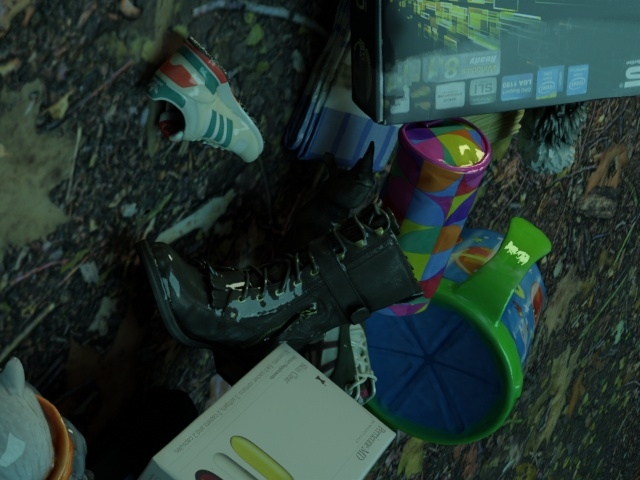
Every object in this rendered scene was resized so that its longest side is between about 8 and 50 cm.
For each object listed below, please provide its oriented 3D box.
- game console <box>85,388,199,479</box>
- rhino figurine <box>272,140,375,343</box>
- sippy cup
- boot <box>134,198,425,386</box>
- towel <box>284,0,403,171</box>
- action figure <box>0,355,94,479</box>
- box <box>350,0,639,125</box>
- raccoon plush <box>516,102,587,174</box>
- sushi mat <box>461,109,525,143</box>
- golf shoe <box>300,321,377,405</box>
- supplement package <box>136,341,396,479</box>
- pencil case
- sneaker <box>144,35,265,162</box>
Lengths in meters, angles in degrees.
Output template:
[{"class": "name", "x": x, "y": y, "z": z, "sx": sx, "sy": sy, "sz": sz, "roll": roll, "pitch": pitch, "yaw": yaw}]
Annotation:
[{"class": "game console", "x": -0.216, "y": 0.386, "z": 1.205, "sx": 0.386, "sy": 0.060, "sz": 0.342, "roll": -43, "pitch": 136, "yaw": -43}, {"class": "rhino figurine", "x": 0.000, "y": 0.000, "z": 1.274, "sx": 0.073, "sy": 0.106, "sz": 0.243, "roll": 19, "pitch": 112, "yaw": -17}, {"class": "sippy cup", "x": 0.174, "y": 0.102, "z": 1.536, "sx": 0.224, "sy": 0.305, "sz": 0.240, "roll": -44, "pitch": 117, "yaw": -49}, {"class": "boot", "x": -0.032, "y": 0.028, "z": 1.161, "sx": 0.229, "sy": 0.091, "sz": 0.263, "roll": -32, "pitch": 141, "yaw": 6}, {"class": "towel", "x": 0.066, "y": -0.214, "z": 1.306, "sx": 0.209, "sy": 0.034, "sz": 0.285, "roll": 3, "pitch": 111, "yaw": -60}, {"class": "action figure", "x": -0.242, "y": 0.138, "z": 0.846, "sx": 0.178, "sy": 0.341, "sz": 0.330, "roll": -18, "pitch": 165, "yaw": -21}, {"class": "box", "x": 0.223, "y": -0.295, "z": 1.193, "sx": 0.394, "sy": 0.097, "sz": 0.318, "roll": -7, "pitch": 116, "yaw": -15}, {"class": "raccoon plush", "x": 0.287, "y": -0.268, "z": 1.427, "sx": 0.299, "sy": 0.216, "sz": 0.446, "roll": -10, "pitch": 115, "yaw": -46}, {"class": "sushi mat", "x": 0.261, "y": -0.206, "z": 1.622, "sx": 0.316, "sy": 0.019, "sz": 0.151, "roll": -24, "pitch": 130, "yaw": -49}, {"class": "golf shoe", "x": 0.024, "y": 0.128, "z": 1.408, "sx": 0.105, "sy": 0.120, "sz": 0.273, "roll": -4, "pitch": 114, "yaw": -54}, {"class": "supplement package", "x": -0.079, "y": 0.247, "z": 1.085, "sx": 0.204, "sy": 0.145, "sz": 0.262, "roll": -54, "pitch": 173, "yaw": 27}, {"class": "pencil case", "x": 0.096, "y": -0.024, "z": 1.261, "sx": 0.104, "sy": 0.104, "sz": 0.236, "roll": -33, "pitch": 154, "yaw": -42}, {"class": "sneaker", "x": -0.109, "y": -0.112, "z": 1.101, "sx": 0.075, "sy": 0.057, "sz": 0.161, "roll": -41, "pitch": 147, "yaw": -7}]
